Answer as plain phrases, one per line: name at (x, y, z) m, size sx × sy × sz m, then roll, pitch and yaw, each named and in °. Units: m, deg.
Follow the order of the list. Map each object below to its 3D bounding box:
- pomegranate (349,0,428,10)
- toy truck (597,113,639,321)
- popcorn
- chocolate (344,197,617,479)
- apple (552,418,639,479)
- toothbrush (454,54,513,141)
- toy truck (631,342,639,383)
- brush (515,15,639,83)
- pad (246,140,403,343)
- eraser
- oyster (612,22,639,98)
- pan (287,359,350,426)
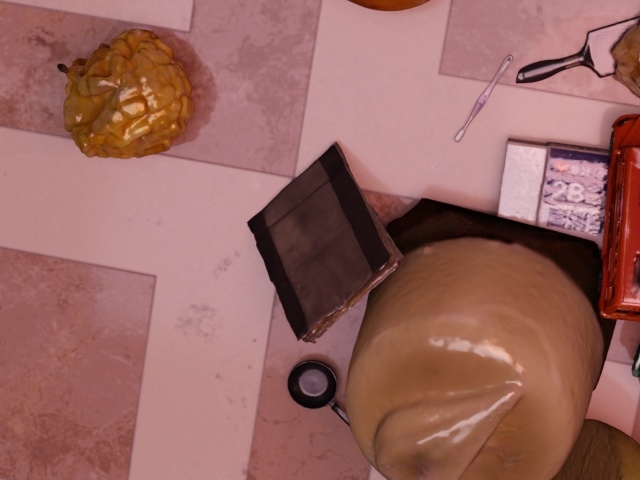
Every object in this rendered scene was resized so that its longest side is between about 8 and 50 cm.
pomegranate at (0.086, -0.409, 1.571) m, size 0.264 × 0.264 × 0.264 m, roll 1°, pitch 99°, yaw 8°
toy truck at (0.393, -0.032, 1.562) m, size 0.107 × 0.114 × 0.252 m, roll 6°, pitch 81°, yaw 6°
popcorn at (-0.253, -0.185, 1.705) m, size 0.180 × 0.180 × 0.170 m, roll -43°, pitch 120°, yaw 12°
chocolate at (0.186, 0.158, 1.598) m, size 0.314 × 0.297 × 0.326 m, roll 16°, pitch 111°, yaw 7°
apple at (0.323, 0.392, 1.650) m, size 0.295 × 0.258 × 0.233 m, roll -39°, pitch 116°, yaw 2°
toothbrush at (0.210, -0.182, 1.702) m, size 0.011 × 0.013 × 0.131 m, roll 31°, pitch 101°, yaw -8°
toy truck at (0.536, 0.156, 1.639) m, size 0.279 × 0.156 × 0.155 m, roll 19°, pitch 101°, yaw 4°
brush at (0.340, -0.233, 1.673) m, size 0.193 × 0.016 × 0.063 m, roll -15°, pitch 98°, yaw 9°
pad at (0.000, 0.000, 1.676) m, size 0.174 × 0.022 × 0.233 m, roll -41°, pitch 47°, yaw 18°
eraser at (0.334, -0.056, 1.677) m, size 0.210 × 0.068 × 0.124 m, roll 8°, pitch 103°, yaw 7°
oyster at (0.481, -0.201, 1.611) m, size 0.233 × 0.107 × 0.161 m, roll 38°, pitch 109°, yaw -2°
pan at (0.007, 0.210, 1.788) m, size 0.115 × 0.023 × 0.068 m, roll 45°, pitch 101°, yaw 2°
